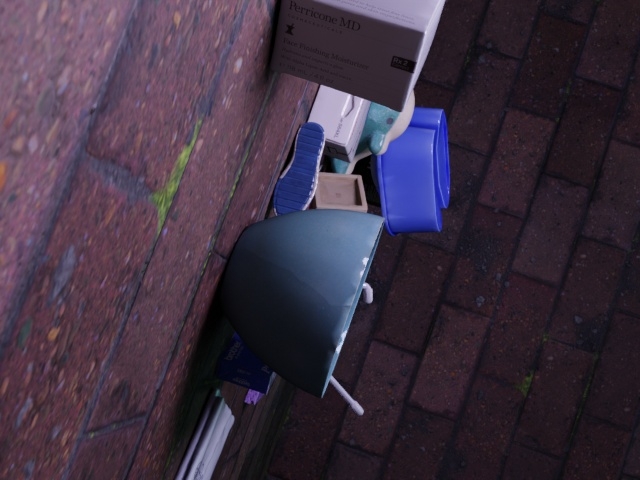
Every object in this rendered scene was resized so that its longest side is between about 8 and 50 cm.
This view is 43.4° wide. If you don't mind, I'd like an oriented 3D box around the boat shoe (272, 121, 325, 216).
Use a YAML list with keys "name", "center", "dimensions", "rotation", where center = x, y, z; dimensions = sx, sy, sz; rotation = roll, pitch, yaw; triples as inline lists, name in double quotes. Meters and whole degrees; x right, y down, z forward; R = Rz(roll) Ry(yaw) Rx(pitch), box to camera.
- name: "boat shoe"
  center: [-0.031, -0.109, 1.383]
  dimensions: [0.066, 0.066, 0.183]
  rotation: [94, 16, -75]

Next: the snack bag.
- name: "snack bag"
  center: [-0.234, 0.458, 1.505]
  dimensions: [0.342, 0.037, 0.323]
  rotation: [96, 14, -69]

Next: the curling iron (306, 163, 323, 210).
- name: "curling iron"
  center: [-0.034, -0.060, 1.688]
  dimensions: [0.068, 0.035, 0.274]
  rotation: [-65, 172, -46]

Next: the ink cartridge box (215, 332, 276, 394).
- name: "ink cartridge box"
  center: [-0.110, 0.191, 1.475]
  dimensions: [0.207, 0.097, 0.046]
  rotation: [-61, 167, -59]

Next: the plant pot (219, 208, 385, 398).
- name: "plant pot"
  center: [-0.039, 0.070, 1.233]
  dimensions: [0.290, 0.195, 0.290]
  rotation: [20, 90, -85]

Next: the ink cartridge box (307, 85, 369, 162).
- name: "ink cartridge box"
  center: [0.039, -0.241, 1.523]
  dimensions: [0.203, 0.086, 0.148]
  rotation: [39, 70, -84]

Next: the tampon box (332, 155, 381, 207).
- name: "tampon box"
  center: [0.121, -0.180, 2.167]
  dimensions: [0.101, 0.161, 0.120]
  rotation: [102, 8, -52]

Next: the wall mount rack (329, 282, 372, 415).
- name: "wall mount rack"
  center: [0.011, 0.172, 1.619]
  dimensions: [0.350, 0.130, 0.304]
  rotation: [-123, -145, -58]

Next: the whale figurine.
- name: "whale figurine"
  center: [0.086, -0.266, 1.793]
  dimensions: [0.272, 0.141, 0.216]
  rotation: [-49, -144, 28]

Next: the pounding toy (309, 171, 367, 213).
- name: "pounding toy"
  center: [0.040, -0.083, 1.752]
  dimensions: [0.100, 0.130, 0.141]
  rotation: [104, -16, -44]

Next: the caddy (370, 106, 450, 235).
- name: "caddy"
  center: [0.210, -0.171, 1.972]
  dimensions: [0.241, 0.179, 0.341]
  rotation: [-62, 149, -51]

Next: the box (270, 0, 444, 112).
- name: "box"
  center: [0.054, -0.279, 1.019]
  dimensions: [0.182, 0.181, 0.119]
  rotation: [-65, 171, -46]

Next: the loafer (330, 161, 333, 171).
- name: "loafer"
  center: [0.091, -0.269, 1.934]
  dimensions: [0.094, 0.087, 0.251]
  rotation: [-53, 161, -73]

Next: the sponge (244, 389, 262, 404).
- name: "sponge"
  center: [-0.141, 0.336, 2.039]
  dimensions: [0.210, 0.031, 0.117]
  rotation: [-19, 128, -82]
